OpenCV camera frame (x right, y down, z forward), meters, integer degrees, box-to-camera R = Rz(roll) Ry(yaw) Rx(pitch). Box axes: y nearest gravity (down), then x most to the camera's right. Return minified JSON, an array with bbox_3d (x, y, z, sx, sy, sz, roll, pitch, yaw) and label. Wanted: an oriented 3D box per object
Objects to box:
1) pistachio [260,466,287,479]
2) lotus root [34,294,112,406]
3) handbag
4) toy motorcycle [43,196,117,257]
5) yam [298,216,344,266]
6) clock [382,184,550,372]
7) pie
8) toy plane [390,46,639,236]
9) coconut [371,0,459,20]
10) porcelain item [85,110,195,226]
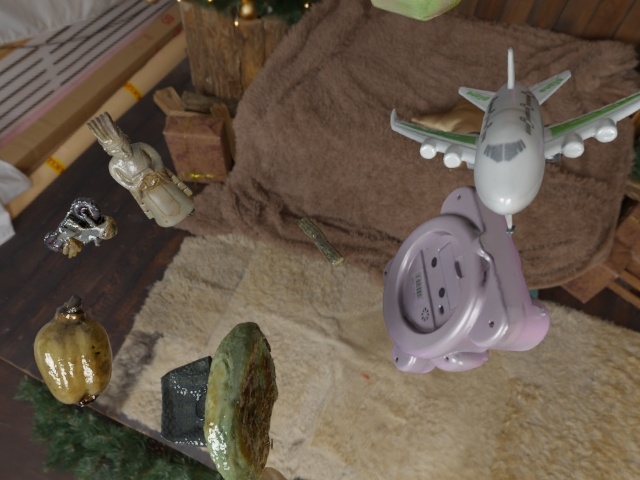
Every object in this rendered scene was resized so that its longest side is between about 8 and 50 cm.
[{"bbox_3d":[-0.124,0.683,1.106,0.157,0.157,0.230,-21,76,-18],"label":"pistachio"},{"bbox_3d":[-0.475,0.211,0.869,0.118,0.221,0.125,3,15,42],"label":"lotus root"},{"bbox_3d":[-0.405,0.507,1.408,0.175,0.088,0.270,-12,69,16],"label":"handbag"},{"bbox_3d":[-0.634,-0.020,1.199,0.129,0.229,0.094,34,34,-33],"label":"toy motorcycle"},{"bbox_3d":[0.000,0.000,1.794,0.061,0.061,0.253,-28,58,-21],"label":"yam"},{"bbox_3d":[0.233,0.089,0.830,0.113,0.322,0.296,11,56,-22],"label":"clock"},{"bbox_3d":[-0.132,0.292,0.807,0.066,0.302,0.303,-1,55,8],"label":"pie"},{"bbox_3d":[0.184,-0.096,0.431,0.251,0.101,0.255,-2,40,26],"label":"toy plane"},{"bbox_3d":[0.180,-0.541,0.861,0.235,0.205,0.236,4,55,-6],"label":"coconut"},{"bbox_3d":[-0.272,-0.104,0.692,0.084,0.213,0.054,-38,57,-10],"label":"porcelain item"}]
